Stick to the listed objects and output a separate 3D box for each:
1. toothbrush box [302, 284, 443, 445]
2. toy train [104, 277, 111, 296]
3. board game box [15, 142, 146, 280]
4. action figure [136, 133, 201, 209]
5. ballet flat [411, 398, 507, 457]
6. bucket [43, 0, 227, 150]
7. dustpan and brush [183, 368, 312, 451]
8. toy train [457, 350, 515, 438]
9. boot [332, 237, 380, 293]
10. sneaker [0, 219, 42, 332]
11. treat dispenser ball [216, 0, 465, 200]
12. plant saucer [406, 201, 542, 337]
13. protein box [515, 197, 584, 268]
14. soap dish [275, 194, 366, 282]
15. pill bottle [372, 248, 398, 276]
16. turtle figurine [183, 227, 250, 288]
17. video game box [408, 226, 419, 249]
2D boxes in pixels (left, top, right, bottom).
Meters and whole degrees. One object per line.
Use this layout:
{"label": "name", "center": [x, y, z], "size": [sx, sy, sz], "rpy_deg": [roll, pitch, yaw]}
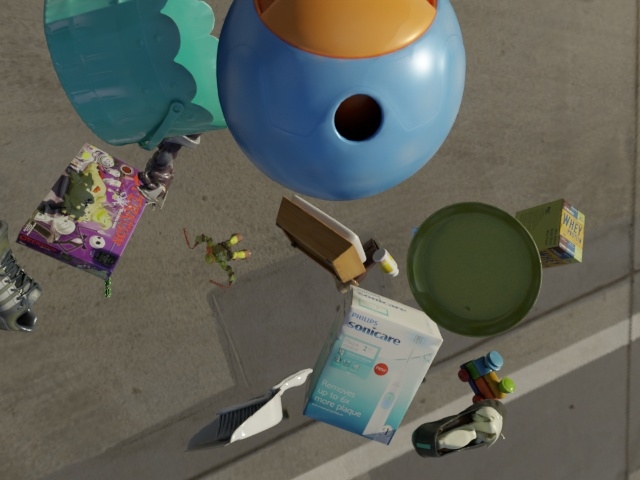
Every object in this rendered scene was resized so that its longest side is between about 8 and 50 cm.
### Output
{"label": "toothbrush box", "center": [0.112, 0.282, 1.090], "size": [0.216, 0.126, 0.296], "rpy_deg": [22, 106, -4]}
{"label": "toy train", "center": [-0.576, 0.113, 1.291], "size": [0.017, 0.023, 0.084], "rpy_deg": [-1, 74, -23]}
{"label": "board game box", "center": [-0.555, -0.082, 1.179], "size": [0.208, 0.347, 0.056], "rpy_deg": [32, 129, -25]}
{"label": "action figure", "center": [-0.335, -0.187, 1.016], "size": [0.099, 0.186, 0.285], "rpy_deg": [8, 142, -32]}
{"label": "ballet flat", "center": [0.343, 0.438, 1.091], "size": [0.280, 0.096, 0.096], "rpy_deg": [-11, 81, -24]}
{"label": "bucket", "center": [-0.259, -0.279, 0.729], "size": [0.182, 0.281, 0.282], "rpy_deg": [-11, 114, 5]}
{"label": "dustpan and brush", "center": [-0.087, 0.244, 0.711], "size": [0.211, 0.147, 0.061], "rpy_deg": [-6, 72, -41]}
{"label": "toy train", "center": [0.551, 0.475, 1.485], "size": [0.105, 0.248, 0.143], "rpy_deg": [-11, 152, -32]}
{"label": "boot", "center": [0.124, 0.066, 1.758], "size": [0.207, 0.248, 0.090], "rpy_deg": [-44, 120, 12]}
{"label": "sneaker", "center": [-0.632, 0.078, 0.967], "size": [0.121, 0.111, 0.300], "rpy_deg": [17, 130, -10]}
{"label": "treat dispenser ball", "center": [0.022, -0.192, 0.566], "size": [0.287, 0.288, 0.289], "rpy_deg": [-7, 111, -17]}
{"label": "plant saucer", "center": [0.272, 0.051, 0.858], "size": [0.037, 0.240, 0.241], "rpy_deg": [-6, 115, -54]}
{"label": "protein box", "center": [0.838, -0.016, 1.768], "size": [0.135, 0.201, 0.200], "rpy_deg": [29, 64, -23]}
{"label": "soap dish", "center": [0.000, 0.000, 1.526], "size": [0.118, 0.290, 0.229], "rpy_deg": [-50, 155, -10]}
{"label": "pill bottle", "center": [0.179, 0.063, 1.291], "size": [0.043, 0.043, 0.083], "rpy_deg": [-42, 123, -1]}
{"label": "turtle figurine", "center": [-0.359, 0.034, 1.735], "size": [0.270, 0.217, 0.087], "rpy_deg": [50, 120, 6]}
{"label": "video game box", "center": [0.462, 0.053, 1.997], "size": [0.186, 0.048, 0.206], "rpy_deg": [5, 86, -8]}
